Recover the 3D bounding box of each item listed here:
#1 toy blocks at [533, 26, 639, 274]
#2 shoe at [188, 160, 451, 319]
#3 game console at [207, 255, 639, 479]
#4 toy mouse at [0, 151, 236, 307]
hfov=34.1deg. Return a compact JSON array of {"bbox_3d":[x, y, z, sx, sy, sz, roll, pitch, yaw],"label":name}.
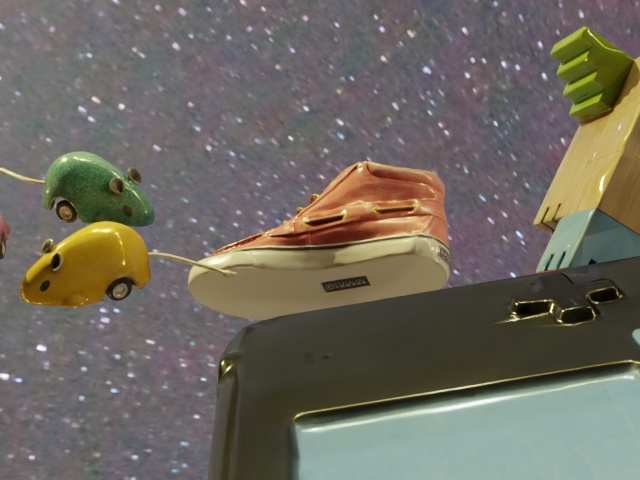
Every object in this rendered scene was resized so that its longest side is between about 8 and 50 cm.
[{"bbox_3d":[0.302,0.043,0.791,0.381,0.191,0.261,31,-104,-11],"label":"toy blocks"},{"bbox_3d":[0.000,0.000,0.705,0.178,0.063,0.081,-7,-130,15],"label":"shoe"},{"bbox_3d":[0.131,0.084,0.308,0.342,0.386,0.060,-5,-72,-1],"label":"game console"},{"bbox_3d":[-0.143,-0.016,0.529,0.143,0.161,0.031,49,-38,47],"label":"toy mouse"}]
